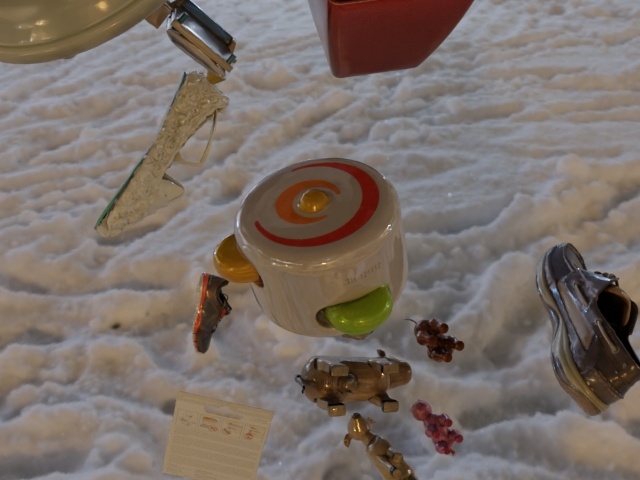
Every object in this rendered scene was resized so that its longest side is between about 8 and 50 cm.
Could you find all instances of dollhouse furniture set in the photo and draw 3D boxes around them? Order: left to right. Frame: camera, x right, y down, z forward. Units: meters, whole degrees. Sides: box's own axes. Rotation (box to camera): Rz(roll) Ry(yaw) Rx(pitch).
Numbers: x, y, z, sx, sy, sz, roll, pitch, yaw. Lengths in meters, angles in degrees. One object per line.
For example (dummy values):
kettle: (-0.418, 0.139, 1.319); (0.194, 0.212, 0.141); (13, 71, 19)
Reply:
dollhouse furniture set: (-0.295, -0.328, 1.154); (0.198, 0.303, 0.286); (-46, 28, 15)

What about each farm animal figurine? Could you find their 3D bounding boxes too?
farm animal figurine: (0.101, 0.281, 1.215); (0.327, 0.330, 0.172); (19, -6, -18)

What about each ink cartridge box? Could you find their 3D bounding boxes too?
ink cartridge box: (-0.155, 0.293, 0.991); (0.145, 0.179, 0.045); (14, 28, -5)

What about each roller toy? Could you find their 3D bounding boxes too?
roller toy: (0.000, 0.000, 0.767); (0.209, 0.146, 0.191); (10, 47, 24)

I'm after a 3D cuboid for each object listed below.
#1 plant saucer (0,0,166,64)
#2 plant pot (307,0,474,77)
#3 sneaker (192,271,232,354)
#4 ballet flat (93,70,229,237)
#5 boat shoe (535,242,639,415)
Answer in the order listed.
plant saucer: (-0.338, -0.416, 0.874); (0.400, 0.100, 0.400); (-8, 60, 15)
plant pot: (0.098, -0.451, 1.198); (0.267, 0.236, 0.267); (-11, 65, -12)
sneaker: (-0.192, 0.135, 1.172); (0.065, 0.158, 0.061); (7, 20, -5)
ballet flat: (-0.316, -0.167, 1.377); (0.147, 0.147, 0.409); (22, 79, 34)
boat shoe: (0.449, 0.122, 1.072); (0.130, 0.132, 0.355); (-35, 27, 30)
